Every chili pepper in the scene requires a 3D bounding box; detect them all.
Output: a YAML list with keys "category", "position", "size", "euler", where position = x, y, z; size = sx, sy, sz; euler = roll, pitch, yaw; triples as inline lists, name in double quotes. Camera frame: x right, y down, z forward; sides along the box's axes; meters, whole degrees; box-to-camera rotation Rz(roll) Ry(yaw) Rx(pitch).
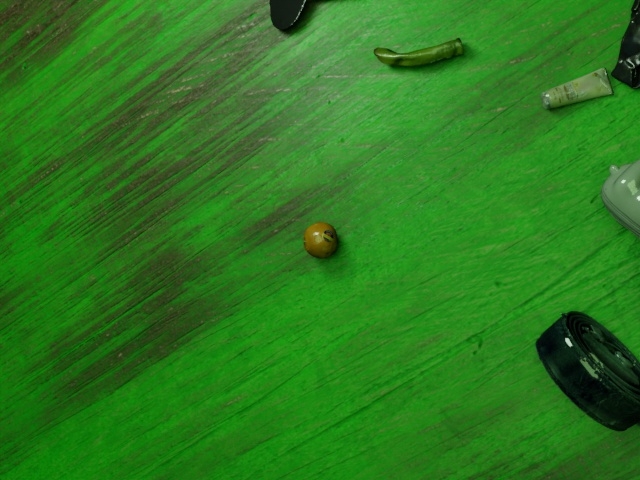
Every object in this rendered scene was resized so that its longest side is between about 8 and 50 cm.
- category: "chili pepper"
  position: [0.214, -0.409, 1.899]
  size: [0.202, 0.052, 0.050]
  euler: [-3, 105, 18]

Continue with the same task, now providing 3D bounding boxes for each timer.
- category: "timer"
  position: [0.675, -0.043, 1.632]
  size: [0.315, 0.291, 0.290]
  euler: [42, 100, 37]

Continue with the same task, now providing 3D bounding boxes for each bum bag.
- category: "bum bag"
  position: [0.678, -0.452, 1.727]
  size: [0.137, 0.074, 0.310]
  euler: [19, 97, 47]

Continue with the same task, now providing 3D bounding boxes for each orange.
- category: "orange"
  position: [0.000, 0.000, 1.921]
  size: [0.084, 0.083, 0.083]
  euler: [-1, 86, 18]

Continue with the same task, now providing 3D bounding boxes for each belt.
- category: "belt"
  position: [0.536, 0.258, 1.660]
  size: [0.267, 0.206, 0.116]
  euler: [46, 118, 11]

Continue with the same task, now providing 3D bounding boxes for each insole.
- category: "insole"
  position: [-0.057, -0.659, 2.009]
  size: [0.119, 0.009, 0.348]
  euler: [5, 85, 35]

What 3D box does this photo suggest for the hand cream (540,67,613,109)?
- category: "hand cream"
  position: [0.530, -0.309, 1.795]
  size: [0.143, 0.039, 0.061]
  euler: [-18, 78, 11]
